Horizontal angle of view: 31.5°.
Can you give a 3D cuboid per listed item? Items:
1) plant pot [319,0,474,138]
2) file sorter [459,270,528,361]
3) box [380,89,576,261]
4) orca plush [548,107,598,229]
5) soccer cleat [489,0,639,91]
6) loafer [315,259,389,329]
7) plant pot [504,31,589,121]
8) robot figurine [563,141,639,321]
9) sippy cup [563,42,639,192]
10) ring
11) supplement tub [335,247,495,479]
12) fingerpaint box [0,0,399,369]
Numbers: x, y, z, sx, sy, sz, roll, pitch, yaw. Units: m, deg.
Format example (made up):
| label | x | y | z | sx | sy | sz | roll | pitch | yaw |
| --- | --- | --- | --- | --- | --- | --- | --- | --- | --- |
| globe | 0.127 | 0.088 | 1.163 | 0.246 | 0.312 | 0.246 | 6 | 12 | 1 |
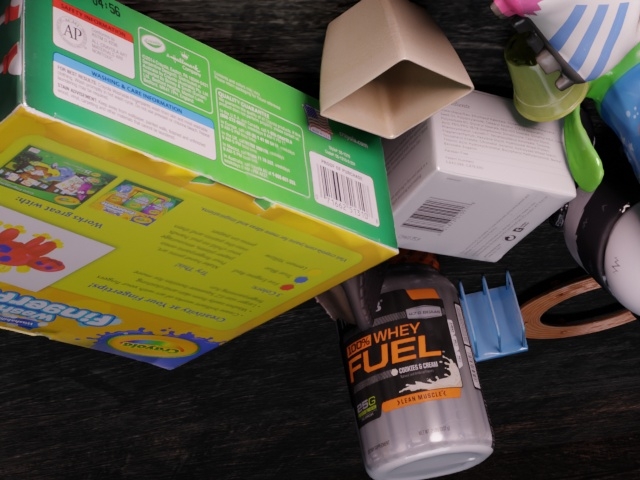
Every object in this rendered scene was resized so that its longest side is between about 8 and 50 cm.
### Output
| label | x | y | z | sx | sy | sz | roll | pitch | yaw |
| --- | --- | --- | --- | --- | --- | --- | --- | --- | --- |
| plant pot | 0.063 | -0.173 | 1.081 | 0.109 | 0.096 | 0.109 | -30 | 151 | 36 |
| file sorter | 0.243 | 0.129 | 1.868 | 0.170 | 0.118 | 0.104 | -14 | 154 | 5 |
| box | 0.165 | -0.074 | 1.308 | 0.181 | 0.119 | 0.181 | 9 | 151 | -21 |
| orca plush | 0.269 | -0.056 | 1.451 | 0.151 | 0.102 | 0.287 | 2 | 154 | -31 |
| soccer cleat | 0.210 | -0.246 | 0.992 | 0.143 | 0.116 | 0.331 | -37 | 153 | 16 |
| loafer | 0.000 | 0.000 | 1.462 | 0.130 | 0.134 | 0.366 | 7 | 153 | 20 |
| plant pot | 0.228 | -0.179 | 1.185 | 0.083 | 0.083 | 0.079 | -20 | 145 | 20 |
| robot figurine | 0.421 | -0.005 | 1.467 | 0.209 | 0.278 | 0.173 | 41 | 99 | -18 |
| sippy cup | 0.441 | -0.109 | 1.254 | 0.305 | 0.224 | 0.240 | -20 | 156 | 21 |
| ring | 0.499 | 0.105 | 2.049 | 0.336 | 0.032 | 0.337 | -10 | 157 | -4 |
| supplement tub | 0.130 | 0.180 | 1.668 | 0.193 | 0.316 | 0.194 | -10 | 157 | -4 |
| fingerpaint box | -0.209 | -0.041 | 1.137 | 0.444 | 0.163 | 0.371 | 20 | 142 | -42 |
